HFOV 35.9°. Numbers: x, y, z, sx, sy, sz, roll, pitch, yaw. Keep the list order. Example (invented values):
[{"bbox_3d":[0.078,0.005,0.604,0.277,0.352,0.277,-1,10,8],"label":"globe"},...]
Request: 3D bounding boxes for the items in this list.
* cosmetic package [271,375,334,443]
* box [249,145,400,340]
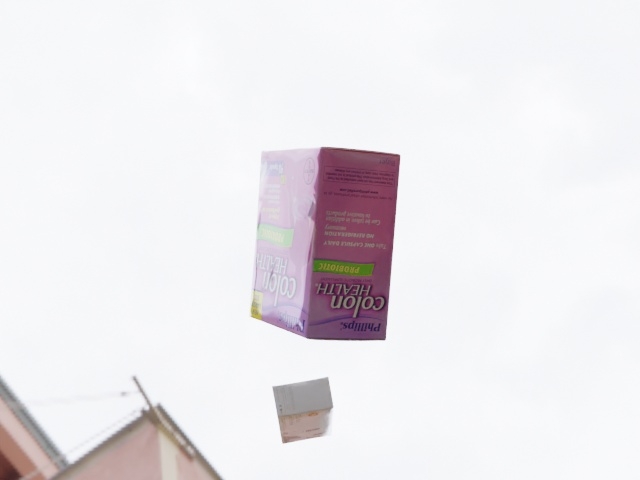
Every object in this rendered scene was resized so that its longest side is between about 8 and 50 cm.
[{"bbox_3d":[-0.029,0.303,1.737,0.098,0.061,0.239,-11,-22,-4],"label":"cosmetic package"},{"bbox_3d":[0.000,0.000,1.331,0.117,0.213,0.243,3,-87,-24],"label":"box"}]
